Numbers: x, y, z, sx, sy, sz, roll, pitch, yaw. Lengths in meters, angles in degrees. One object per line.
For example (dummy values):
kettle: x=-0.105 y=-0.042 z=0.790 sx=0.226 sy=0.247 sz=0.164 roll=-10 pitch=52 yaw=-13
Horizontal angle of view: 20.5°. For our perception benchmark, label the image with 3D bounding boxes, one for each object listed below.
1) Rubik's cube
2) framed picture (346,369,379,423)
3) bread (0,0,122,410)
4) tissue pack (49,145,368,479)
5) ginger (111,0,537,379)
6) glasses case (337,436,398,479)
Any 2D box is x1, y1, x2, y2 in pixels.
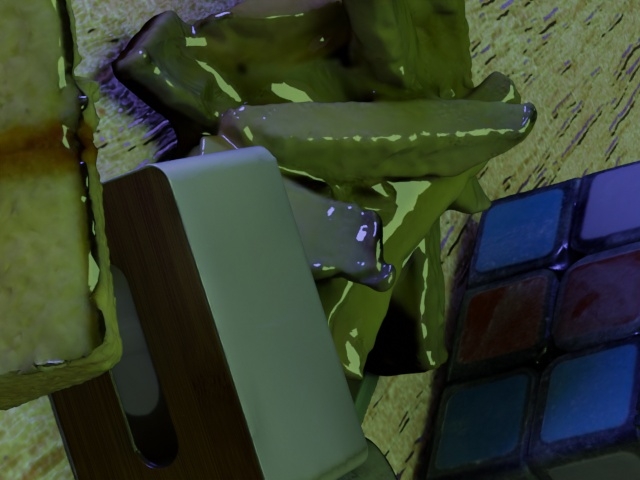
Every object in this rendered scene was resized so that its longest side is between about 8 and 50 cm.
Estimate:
Rubik's cube: x=0.347 y=0.152 z=1.636 sx=0.362 sy=0.363 sz=0.358 roll=44 pitch=45 yaw=-32
framed picture: x=0.000 y=0.000 z=1.505 sx=0.231 sy=0.018 sz=0.293 roll=50 pitch=44 yaw=-29
bread: x=-0.244 y=-0.032 z=1.008 sx=0.198 sy=0.236 sz=0.263 roll=5 pitch=71 yaw=-53
tissue pack: x=-0.092 y=0.074 z=1.241 sx=0.136 sy=0.159 sz=0.246 roll=-16 pitch=88 yaw=-57
ginger: x=0.042 y=-0.091 z=1.409 sx=0.358 sy=0.211 sz=0.413 roll=-11 pitch=88 yaw=-50
glasses case: x=-0.035 y=0.241 z=1.327 sx=0.299 sy=0.060 sz=0.114 roll=-20 pitch=89 yaw=-55
